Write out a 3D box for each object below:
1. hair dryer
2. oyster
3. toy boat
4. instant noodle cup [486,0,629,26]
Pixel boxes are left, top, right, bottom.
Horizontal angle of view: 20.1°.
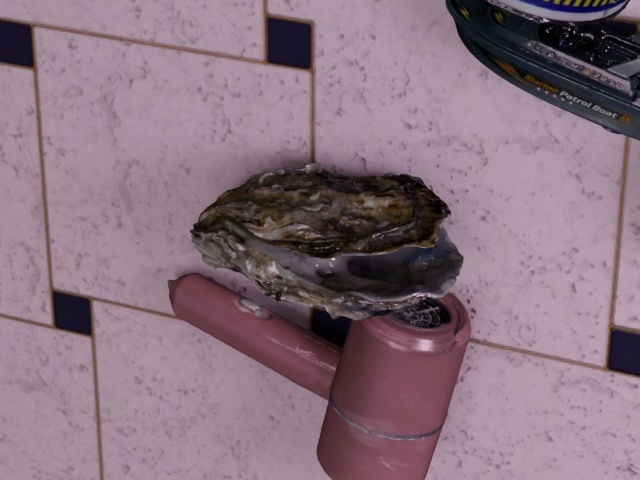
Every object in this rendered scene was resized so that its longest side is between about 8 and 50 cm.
[{"bbox_3d":[-0.020,0.106,1.927,0.352,0.125,0.210,26,123,19],"label":"hair dryer"},{"bbox_3d":[-0.006,0.000,1.833,0.351,0.162,0.158,0,93,43],"label":"oyster"},{"bbox_3d":[0.226,-0.174,1.667,0.246,0.093,0.103,26,131,11],"label":"toy boat"},{"bbox_3d":[0.225,-0.354,1.485,0.284,0.284,0.312,30,132,8],"label":"instant noodle cup"}]
